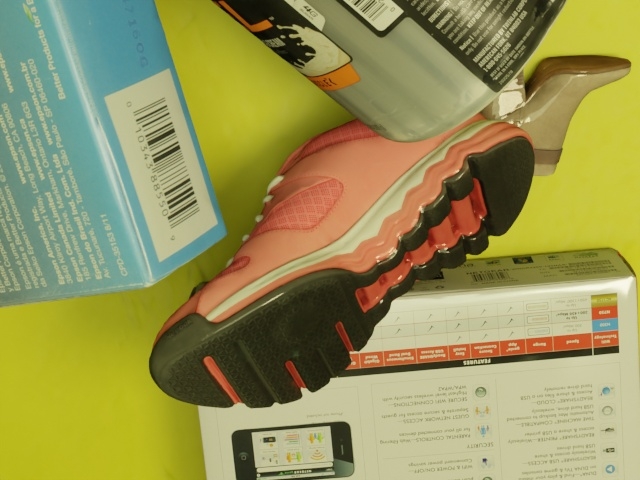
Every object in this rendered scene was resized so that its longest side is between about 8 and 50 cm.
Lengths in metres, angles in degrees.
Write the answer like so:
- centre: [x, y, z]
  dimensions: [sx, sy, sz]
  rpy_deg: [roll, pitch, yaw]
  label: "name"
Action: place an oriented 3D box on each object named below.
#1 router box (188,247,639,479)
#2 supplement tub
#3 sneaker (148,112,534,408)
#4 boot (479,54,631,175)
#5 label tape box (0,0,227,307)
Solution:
- centre: [0.078, 0.172, 1.094]
  dimensions: [0.335, 0.082, 0.301]
  rpy_deg: [-4, 105, 1]
  label: "router box"
- centre: [-0.005, -0.223, 0.891]
  dimensions: [0.316, 0.193, 0.193]
  rpy_deg: [38, 102, -22]
  label: "supplement tub"
- centre: [0.000, 0.000, 1.000]
  dimensions: [0.314, 0.136, 0.116]
  rpy_deg: [-35, 140, -15]
  label: "sneaker"
- centre: [0.172, -0.092, 1.052]
  dimensions: [0.118, 0.042, 0.087]
  rpy_deg: [-2, 111, 1]
  label: "boot"
- centre: [-0.264, -0.080, 0.997]
  dimensions: [0.347, 0.115, 0.249]
  rpy_deg: [-8, 107, 33]
  label: "label tape box"
